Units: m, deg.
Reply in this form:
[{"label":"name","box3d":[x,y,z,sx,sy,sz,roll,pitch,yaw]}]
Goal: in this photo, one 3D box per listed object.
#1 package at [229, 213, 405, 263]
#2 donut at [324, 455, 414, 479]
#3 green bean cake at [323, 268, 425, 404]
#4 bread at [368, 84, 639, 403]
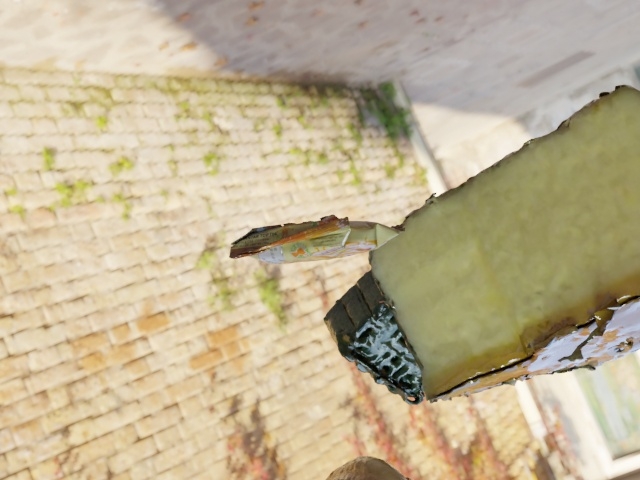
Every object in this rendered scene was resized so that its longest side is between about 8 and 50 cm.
[{"label":"package","box3d":[-0.001,0.000,0.820,0.108,0.031,0.121,-11,174,27]},{"label":"donut","box3d":[0.042,0.466,1.096,0.198,0.449,0.449,6,165,-18]},{"label":"green bean cake","box3d":[0.137,0.124,1.500,0.208,0.193,0.107,-47,-157,12]},{"label":"bread","box3d":[0.224,0.014,1.034,0.279,0.248,0.315,-15,153,-17]}]
